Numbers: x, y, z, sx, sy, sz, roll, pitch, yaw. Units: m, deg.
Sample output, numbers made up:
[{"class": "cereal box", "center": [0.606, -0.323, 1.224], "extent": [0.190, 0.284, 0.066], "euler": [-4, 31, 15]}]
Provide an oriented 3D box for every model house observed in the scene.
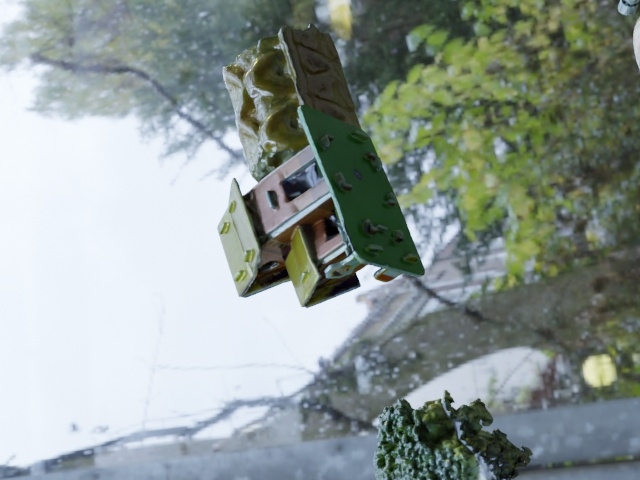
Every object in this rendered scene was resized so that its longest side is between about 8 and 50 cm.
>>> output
[{"class": "model house", "center": [0.000, 0.000, 1.779], "extent": [0.340, 0.323, 0.300], "euler": [16, -132, -51]}]

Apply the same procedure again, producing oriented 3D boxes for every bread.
[{"class": "bread", "center": [-0.049, -0.241, 1.866], "extent": [0.252, 0.238, 0.196], "euler": [66, -173, 19]}]

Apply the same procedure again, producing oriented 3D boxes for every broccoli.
[{"class": "broccoli", "center": [0.259, 0.470, 2.080], "extent": [0.272, 0.334, 0.324], "euler": [-56, -44, -29]}]

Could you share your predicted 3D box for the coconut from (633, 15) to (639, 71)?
[{"class": "coconut", "center": [0.599, -0.309, 1.560], "extent": [0.197, 0.237, 0.237], "euler": [-33, -64, -22]}]

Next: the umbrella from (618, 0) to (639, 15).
[{"class": "umbrella", "center": [0.522, -0.442, 1.628], "extent": [0.188, 0.050, 0.046], "euler": [94, 178, -50]}]
